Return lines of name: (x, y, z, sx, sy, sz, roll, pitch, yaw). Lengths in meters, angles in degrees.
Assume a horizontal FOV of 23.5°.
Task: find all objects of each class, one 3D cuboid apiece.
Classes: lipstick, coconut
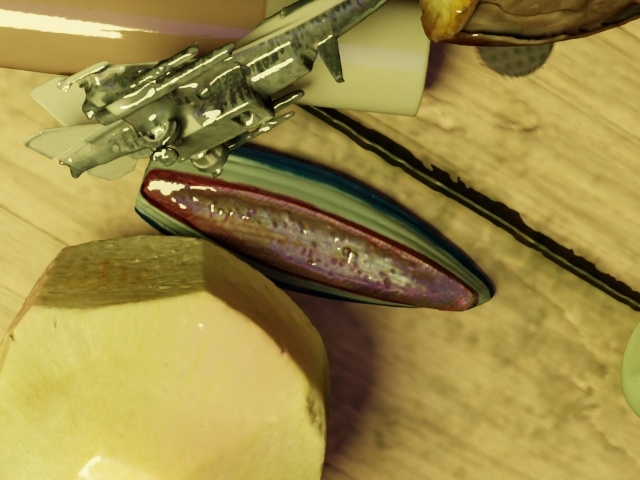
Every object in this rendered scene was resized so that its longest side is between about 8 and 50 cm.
lipstick: (-0.066, -0.120, 0.887, 0.254, 0.070, 0.070, 7, 101, -3)
coconut: (-0.099, 0.114, 0.857, 0.197, 0.237, 0.237, 32, 99, -9)

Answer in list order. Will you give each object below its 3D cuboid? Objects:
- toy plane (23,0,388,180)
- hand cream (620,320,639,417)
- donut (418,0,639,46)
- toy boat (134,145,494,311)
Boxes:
toy plane: (-0.055, -0.077, 0.822, 0.234, 0.160, 0.082, -14, 72, 22)
hand cream: (0.329, 0.129, 0.941, 0.306, 0.093, 0.147, 29, 101, -9)
donut: (0.161, -0.278, 0.785, 0.259, 0.136, 0.345, -16, 131, -18)
toy boat: (0.000, 0.000, 0.930, 0.229, 0.046, 0.080, 21, 102, -4)
